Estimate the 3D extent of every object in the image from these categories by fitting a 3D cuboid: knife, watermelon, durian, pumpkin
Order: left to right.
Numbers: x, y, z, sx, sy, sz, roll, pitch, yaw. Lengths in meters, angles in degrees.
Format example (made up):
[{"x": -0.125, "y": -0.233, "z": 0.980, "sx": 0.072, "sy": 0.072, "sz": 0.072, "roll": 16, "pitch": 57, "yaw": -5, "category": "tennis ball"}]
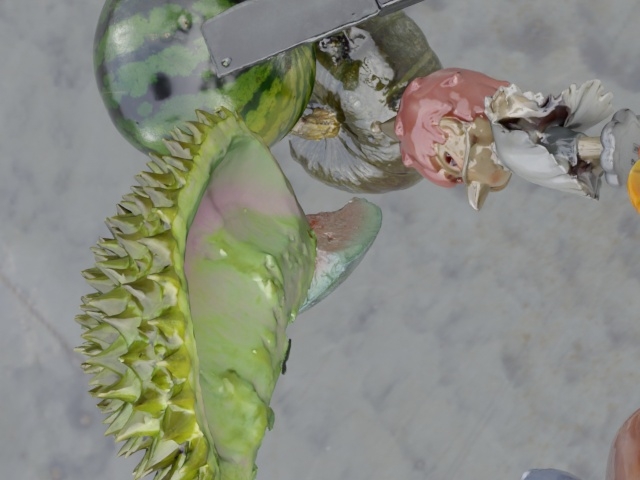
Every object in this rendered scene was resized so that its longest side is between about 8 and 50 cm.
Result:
[{"x": -0.144, "y": -0.227, "z": 1.512, "sx": 0.285, "sy": 0.285, "sz": 0.285, "roll": 7, "pitch": 102, "yaw": 33, "category": "watermelon"}, {"x": -0.075, "y": 0.031, "z": 0.827, "sx": 0.169, "sy": 0.355, "sz": 0.157, "roll": 26, "pitch": 128, "yaw": -15, "category": "durian"}, {"x": 0.008, "y": 0.007, "z": 1.047, "sx": 0.101, "sy": 0.155, "sz": 0.080, "roll": -29, "pitch": 86, "yaw": 46, "category": "watermelon"}, {"x": 0.014, "y": -0.214, "z": 1.067, "sx": 0.245, "sy": 0.019, "sz": 0.072, "roll": -20, "pitch": 67, "yaw": 0, "category": "knife"}, {"x": 0.076, "y": -0.184, "z": 1.795, "sx": 0.232, "sy": 0.242, "sz": 0.325, "roll": 38, "pitch": 150, "yaw": 24, "category": "pumpkin"}]

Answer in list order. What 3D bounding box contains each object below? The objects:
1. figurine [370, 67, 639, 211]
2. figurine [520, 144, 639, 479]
[{"x": 0.190, "y": -0.116, "z": 1.402, "sx": 0.387, "sy": 0.207, "sz": 0.166, "roll": 9, "pitch": 89, "yaw": 39, "category": "figurine"}, {"x": 0.233, "y": 0.103, "z": 0.591, "sx": 0.276, "sy": 0.388, "sz": 0.248, "roll": 30, "pitch": 137, "yaw": 7, "category": "figurine"}]
